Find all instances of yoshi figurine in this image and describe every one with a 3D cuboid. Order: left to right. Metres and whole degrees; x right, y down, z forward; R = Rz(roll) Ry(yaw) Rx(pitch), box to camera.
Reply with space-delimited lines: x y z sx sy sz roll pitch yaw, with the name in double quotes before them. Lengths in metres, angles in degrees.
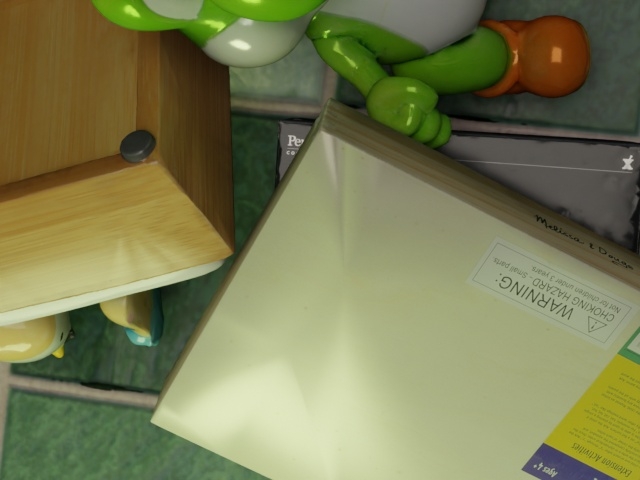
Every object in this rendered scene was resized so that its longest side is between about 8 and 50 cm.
"yoshi figurine" 0.034 -0.179 0.908 0.203 0.362 0.203 60 140 38

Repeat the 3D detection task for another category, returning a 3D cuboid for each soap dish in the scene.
"soap dish" -0.182 -0.090 1.006 0.229 0.118 0.291 -14 51 11

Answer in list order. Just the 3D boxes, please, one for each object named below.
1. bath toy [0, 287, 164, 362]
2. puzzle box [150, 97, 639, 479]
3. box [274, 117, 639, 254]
"bath toy" -0.306 0.039 1.105 0.348 0.129 0.151 -4 47 9
"puzzle box" 0.121 0.107 0.944 0.409 0.052 0.272 27 121 -9
"box" 0.097 0.009 1.015 0.261 0.103 0.184 5 98 5
